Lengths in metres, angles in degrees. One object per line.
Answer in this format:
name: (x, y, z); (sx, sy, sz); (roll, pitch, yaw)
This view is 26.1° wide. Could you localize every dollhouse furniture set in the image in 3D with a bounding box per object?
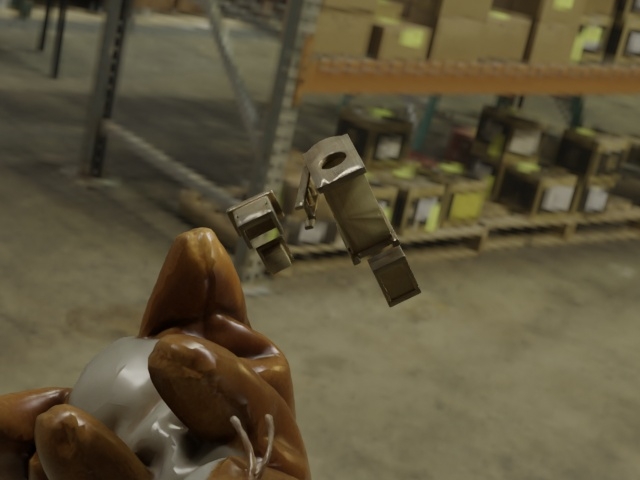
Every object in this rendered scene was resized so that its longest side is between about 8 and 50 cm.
dollhouse furniture set: (0.000, 0.000, 1.575); (0.161, 0.181, 0.101); (-25, 30, 1)

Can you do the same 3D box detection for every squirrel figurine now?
squirrel figurine: (-0.065, 0.250, 1.140); (0.281, 0.397, 0.370); (-34, 34, -17)
